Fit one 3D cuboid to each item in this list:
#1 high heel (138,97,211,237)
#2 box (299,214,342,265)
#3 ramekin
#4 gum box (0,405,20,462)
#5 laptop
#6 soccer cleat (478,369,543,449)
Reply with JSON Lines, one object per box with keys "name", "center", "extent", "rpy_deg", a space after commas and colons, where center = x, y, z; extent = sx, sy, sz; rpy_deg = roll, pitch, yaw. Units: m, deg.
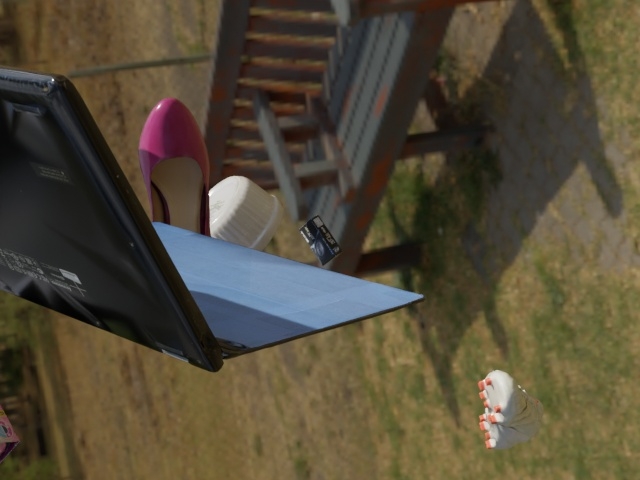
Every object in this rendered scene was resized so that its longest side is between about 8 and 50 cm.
{"name": "high heel", "center": [-0.237, -0.052, 1.900], "extent": [0.181, 0.127, 0.377], "rpy_deg": [-120, 22, -56]}
{"name": "box", "center": [0.000, 0.000, 2.012], "extent": [0.083, 0.018, 0.067], "rpy_deg": [57, 151, 3]}
{"name": "ramekin", "center": [-0.184, -0.036, 2.205], "extent": [0.109, 0.207, 0.207], "rpy_deg": [43, 177, -24]}
{"name": "gum box", "center": [-0.459, 0.260, 1.316], "extent": [0.188, 0.062, 0.107], "rpy_deg": [-47, 64, 21]}
{"name": "laptop", "center": [-0.172, -0.054, 0.935], "extent": [0.382, 0.236, 0.408], "rpy_deg": [14, 141, 38]}
{"name": "soccer cleat", "center": [0.236, 0.203, 1.325], "extent": [0.196, 0.076, 0.068], "rpy_deg": [77, 178, -61]}
